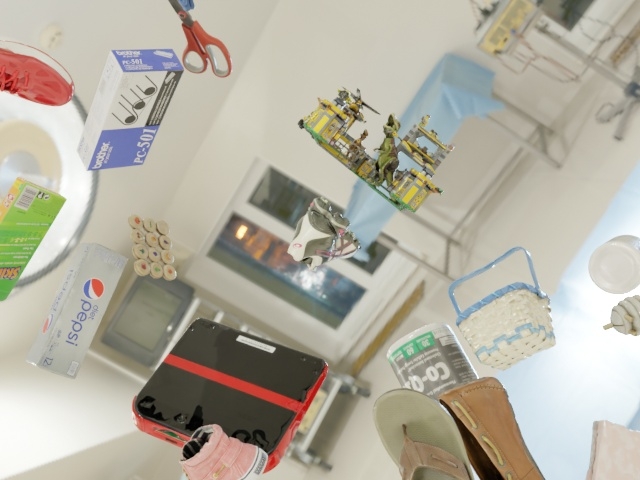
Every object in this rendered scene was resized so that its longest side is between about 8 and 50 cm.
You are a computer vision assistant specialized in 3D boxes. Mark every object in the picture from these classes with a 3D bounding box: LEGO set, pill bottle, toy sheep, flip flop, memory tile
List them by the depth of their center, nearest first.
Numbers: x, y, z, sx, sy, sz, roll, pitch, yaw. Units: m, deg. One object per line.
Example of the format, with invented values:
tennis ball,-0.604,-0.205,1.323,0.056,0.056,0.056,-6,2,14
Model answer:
flip flop,0.160,0.339,1.072,0.112,0.277,0.080,-25,-15,12
toy sheep,0.622,0.150,1.501,0.132,0.091,0.091,-16,7,-4
LEGO set,0.137,-0.211,1.535,0.192,0.331,0.255,-51,-11,1
memory tile,-0.364,0.015,1.647,0.012,0.113,0.148,-29,62,30
pill bottle,0.759,0.053,1.890,0.229,0.131,0.131,-14,-37,-57
pill bottle,0.346,0.425,2.082,0.204,0.361,0.204,-22,-25,-11

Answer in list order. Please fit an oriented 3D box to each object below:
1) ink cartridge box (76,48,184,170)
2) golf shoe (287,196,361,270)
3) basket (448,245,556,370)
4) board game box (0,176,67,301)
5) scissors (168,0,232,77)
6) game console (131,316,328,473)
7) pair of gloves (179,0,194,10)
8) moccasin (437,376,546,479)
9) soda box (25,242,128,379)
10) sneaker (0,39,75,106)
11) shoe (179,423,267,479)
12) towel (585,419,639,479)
ink cartridge box,-0.280,-0.187,1.103,0.097,0.046,0.207,-13,-27,-40
golf shoe,0.000,0.000,1.467,0.120,0.105,0.273,-49,-17,-2
basket,0.480,0.186,2.030,0.255,0.201,0.288,-34,53,30
board game box,-0.639,0.002,1.567,0.259,0.039,0.124,-61,-27,-1
scissors,-0.252,-0.434,1.491,0.297,0.109,0.021,76,-157,-53
game console,-0.218,0.360,1.809,0.342,0.387,0.060,-55,-25,-43
pair of gloves,-0.257,-0.501,1.343,0.198,0.023,0.159,-3,-83,-77
moccasin,0.317,0.431,1.320,0.147,0.379,0.139,-17,-10,-19
soda box,-0.529,0.149,1.648,0.098,0.091,0.286,0,65,55
sneaker,-0.439,-0.209,0.995,0.087,0.221,0.128,-47,34,35
shoe,-0.144,0.280,0.944,0.178,0.081,0.063,-38,21,44
towel,0.610,0.520,1.360,0.053,0.332,0.316,131,159,-63
